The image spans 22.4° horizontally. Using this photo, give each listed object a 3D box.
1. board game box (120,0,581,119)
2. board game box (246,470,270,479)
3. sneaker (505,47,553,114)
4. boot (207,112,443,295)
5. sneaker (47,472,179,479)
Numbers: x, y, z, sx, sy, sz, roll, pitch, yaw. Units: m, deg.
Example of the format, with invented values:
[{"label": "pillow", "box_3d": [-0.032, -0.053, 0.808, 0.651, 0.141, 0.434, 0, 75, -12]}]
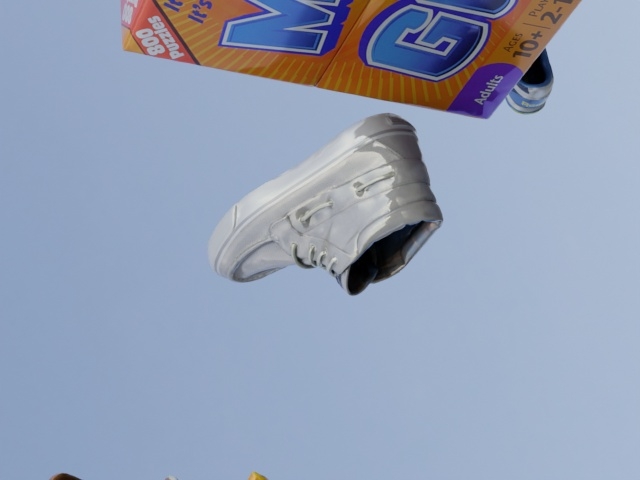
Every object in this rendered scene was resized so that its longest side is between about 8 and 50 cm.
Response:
[{"label": "board game box", "box_3d": [0.046, -0.373, 1.383, 0.356, 0.356, 0.356, 9, -126, -21]}, {"label": "board game box", "box_3d": [0.143, 0.389, 1.666, 0.390, 0.050, 0.390, 30, 180, -42]}, {"label": "sneaker", "box_3d": [0.187, -0.196, 1.572, 0.144, 0.053, 0.059, 64, 169, 7]}, {"label": "boot", "box_3d": [0.000, 0.000, 1.490, 0.095, 0.258, 0.123, 11, -129, -45]}, {"label": "sneaker", "box_3d": [-0.066, 0.234, 1.101, 0.290, 0.123, 0.106, 14, -134, 1]}]
